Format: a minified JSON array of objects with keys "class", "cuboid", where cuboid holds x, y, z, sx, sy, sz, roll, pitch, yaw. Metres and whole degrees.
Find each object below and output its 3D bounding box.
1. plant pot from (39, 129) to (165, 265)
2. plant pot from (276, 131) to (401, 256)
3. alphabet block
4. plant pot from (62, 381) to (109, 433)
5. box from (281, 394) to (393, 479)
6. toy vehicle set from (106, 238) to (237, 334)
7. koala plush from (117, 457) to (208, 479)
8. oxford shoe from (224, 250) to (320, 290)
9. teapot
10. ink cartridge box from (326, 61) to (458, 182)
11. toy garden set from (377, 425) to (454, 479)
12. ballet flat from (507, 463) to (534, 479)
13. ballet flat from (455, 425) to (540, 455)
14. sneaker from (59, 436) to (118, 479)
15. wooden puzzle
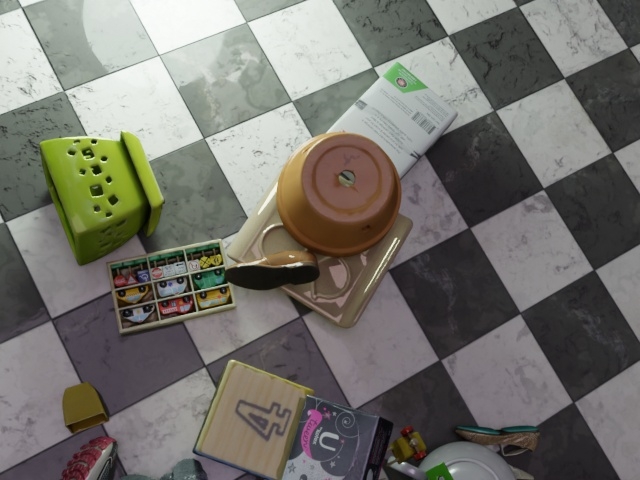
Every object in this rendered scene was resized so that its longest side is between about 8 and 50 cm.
[{"class":"plant pot","cuboid":[-0.474,-0.102,1.601,0.207,0.227,0.228,-19,78,-22]},{"class":"plant pot","cuboid":[0.047,-0.116,1.611,0.291,0.203,0.290,0,83,-3]},{"class":"alphabet block","cuboid":[-0.145,0.385,1.537,0.194,0.192,0.197,22,70,-6]},{"class":"plant pot","cuboid":[-0.502,0.348,1.536,0.081,0.081,0.083,-17,66,-16]},{"class":"box","cuboid":[0.025,0.451,1.438,0.163,0.142,0.247,12,74,21]},{"class":"toy vehicle set","cuboid":[-0.339,0.104,1.660,0.267,0.035,0.165,-12,76,-15]},{"class":"koala plush","cuboid":[-0.296,0.586,1.457,0.196,0.203,0.221,-8,95,-26]},{"class":"oxford shoe","cuboid":[-0.111,0.062,1.641,0.212,0.076,0.076,-4,42,-5]},{"class":"teapot","cuboid":[0.306,0.544,1.551,0.256,0.187,0.252,-22,67,3]},{"class":"ink cartridge box","cuboid":[0.168,-0.271,1.828,0.211,0.121,0.289,42,71,3]},{"class":"toy garden set","cuboid":[0.151,0.519,1.481,0.244,0.049,0.203,-31,64,4]},{"class":"ballet flat","cuboid":[0.415,0.539,1.676,0.168,0.057,0.052,1,64,-11]},{"class":"ballet flat","cuboid":[0.413,0.467,1.690,0.206,0.073,0.067,3,88,-7]},{"class":"sneaker","cuboid":[-0.479,0.547,1.473,0.112,0.121,0.299,30,66,-33]},{"class":"wooden puzzle","cuboid":[0.000,0.000,1.743,0.348,0.080,0.322,31,70,4]}]
